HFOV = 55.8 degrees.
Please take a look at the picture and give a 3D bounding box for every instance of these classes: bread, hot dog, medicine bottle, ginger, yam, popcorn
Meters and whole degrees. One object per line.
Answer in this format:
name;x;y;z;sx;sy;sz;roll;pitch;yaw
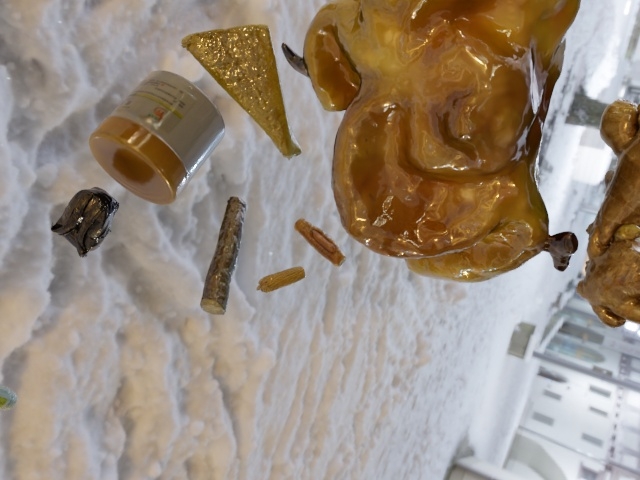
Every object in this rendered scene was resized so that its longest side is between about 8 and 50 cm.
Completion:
bread;-0.203;-0.373;1.626;0.233;0.244;0.362;-113;-169;-78
hot dog;0.000;0.000;1.292;0.044;0.137;0.028;-43;164;-13
medicine bottle;-0.383;-0.243;1.436;0.232;0.237;0.238;-59;152;-26
medicine bottle;-0.639;0.305;1.187;0.047;0.047;0.083;-62;158;-21
ginger;0.280;-0.013;0.533;0.052;0.193;0.176;5;129;-41
yam;-0.200;0.026;1.287;0.061;0.061;0.274;67;27;-54
popcorn;0.098;-0.133;0.520;0.297;0.280;0.316;60;45;-67

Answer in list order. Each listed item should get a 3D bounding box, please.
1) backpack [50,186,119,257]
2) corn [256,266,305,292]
backpack;-0.563;-0.054;1.479;0.165;0.120;0.106;-43;-176;23
corn;-0.064;0.062;0.966;0.083;0.027;0.028;-20;163;-12
